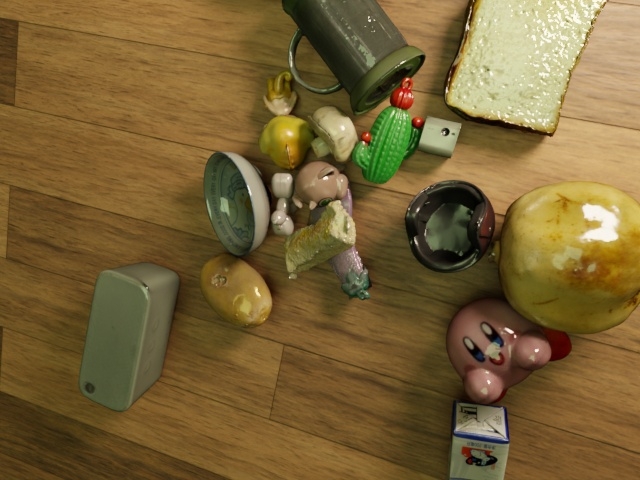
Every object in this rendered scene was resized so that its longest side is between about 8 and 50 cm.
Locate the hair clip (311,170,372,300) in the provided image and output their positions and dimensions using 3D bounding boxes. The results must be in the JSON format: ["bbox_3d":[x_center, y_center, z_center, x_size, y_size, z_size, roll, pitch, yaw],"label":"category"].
[{"bbox_3d":[0.052,-0.017,1.192,0.095,0.110,0.359,-20,90,-23],"label":"hair clip"}]

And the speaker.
[{"bbox_3d":[-0.552,0.268,1.334,0.183,0.184,0.406,19,103,11],"label":"speaker"}]

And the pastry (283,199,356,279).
[{"bbox_3d":[-0.003,-0.005,1.144,0.258,0.089,0.122,-33,71,40],"label":"pastry"}]

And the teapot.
[{"bbox_3d":[0.041,-0.468,1.053,0.270,0.200,0.337,-36,87,20],"label":"teapot"}]

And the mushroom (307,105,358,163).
[{"bbox_3d":[0.029,-0.251,1.110,0.122,0.154,0.154,-39,88,5],"label":"mushroom"}]

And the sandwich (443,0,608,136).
[{"bbox_3d":[0.432,-0.402,1.011,0.271,0.099,0.301,19,107,16],"label":"sandwich"}]

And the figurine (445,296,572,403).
[{"bbox_3d":[0.412,0.246,1.082,0.269,0.261,0.211,-44,59,18],"label":"figurine"}]

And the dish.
[{"bbox_3d":[-0.190,-0.106,1.202,0.273,0.133,0.273,28,127,46],"label":"dish"}]

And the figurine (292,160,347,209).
[{"bbox_3d":[-0.001,-0.136,1.119,0.138,0.125,0.125,-37,89,21],"label":"figurine"}]

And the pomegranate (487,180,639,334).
[{"bbox_3d":[0.525,0.030,0.969,0.332,0.332,0.333,2,100,14],"label":"pomegranate"}]

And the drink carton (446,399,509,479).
[{"bbox_3d":[0.387,0.555,1.141,0.130,0.106,0.315,3,119,16],"label":"drink carton"}]

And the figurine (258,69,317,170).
[{"bbox_3d":[-0.090,-0.296,1.159,0.156,0.131,0.246,-11,86,1],"label":"figurine"}]

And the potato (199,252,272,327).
[{"bbox_3d":[-0.236,0.141,1.257,0.150,0.146,0.234,-38,72,-26],"label":"potato"}]

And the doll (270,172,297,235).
[{"bbox_3d":[-0.092,-0.091,1.167,0.059,0.161,0.160,4,98,12],"label":"doll"}]

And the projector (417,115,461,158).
[{"bbox_3d":[0.282,-0.245,1.083,0.082,0.083,0.083,17,104,11],"label":"projector"}]

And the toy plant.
[{"bbox_3d":[0.175,-0.248,1.089,0.154,0.088,0.240,31,100,-38],"label":"toy plant"}]

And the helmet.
[{"bbox_3d":[0.303,-0.032,1.057,0.189,0.193,0.216,14,95,29],"label":"helmet"}]
